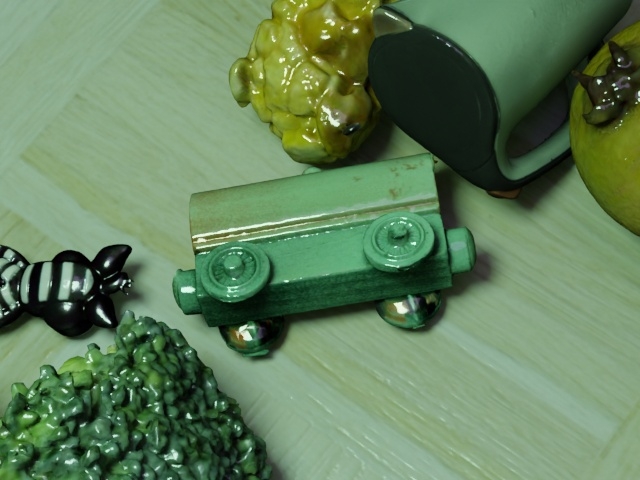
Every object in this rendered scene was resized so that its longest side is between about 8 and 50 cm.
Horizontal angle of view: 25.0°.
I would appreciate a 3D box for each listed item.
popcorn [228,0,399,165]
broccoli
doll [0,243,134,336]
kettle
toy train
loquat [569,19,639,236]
[{"bbox_3d":[0.002,-0.171,1.430,0.163,0.140,0.194,4,84,32],"label":"popcorn"},{"bbox_3d":[-0.214,0.220,1.221,0.281,0.293,0.348,-28,43,38],"label":"broccoli"},{"bbox_3d":[-0.282,0.048,1.412,0.219,0.067,0.091,0,68,16],"label":"doll"},{"bbox_3d":[0.182,-0.179,1.370,0.165,0.240,0.255,-11,29,50],"label":"kettle"},{"bbox_3d":[0.000,0.000,1.372,0.285,0.116,0.177,-10,51,5],"label":"toy train"},{"bbox_3d":[0.336,-0.106,1.292,0.243,0.244,0.244,-4,64,8],"label":"loquat"}]
